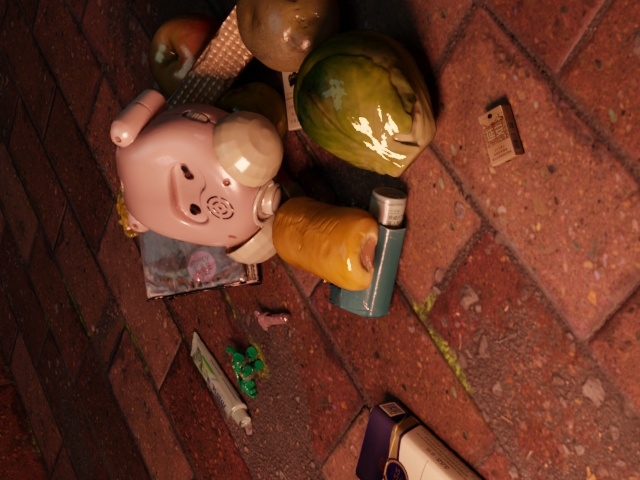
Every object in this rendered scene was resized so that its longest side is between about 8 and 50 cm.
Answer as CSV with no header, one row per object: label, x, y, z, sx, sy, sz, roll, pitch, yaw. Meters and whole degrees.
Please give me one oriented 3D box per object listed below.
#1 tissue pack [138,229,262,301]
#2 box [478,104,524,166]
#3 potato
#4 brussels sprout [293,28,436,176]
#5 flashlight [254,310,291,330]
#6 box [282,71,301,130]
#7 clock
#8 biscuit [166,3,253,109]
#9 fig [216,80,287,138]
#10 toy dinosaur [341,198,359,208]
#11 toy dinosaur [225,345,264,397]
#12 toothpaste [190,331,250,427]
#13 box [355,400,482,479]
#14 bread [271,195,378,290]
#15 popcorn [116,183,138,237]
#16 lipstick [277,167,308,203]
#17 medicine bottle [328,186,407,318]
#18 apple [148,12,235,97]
tissue pack,-0.280,-0.060,2.124,0.259,0.122,0.361,-9,86,22
box,0.278,-0.161,1.485,0.053,0.024,0.083,-29,74,53
potato,-0.063,-0.409,1.791,0.235,0.160,0.178,38,85,31
brussels sprout,0.079,-0.228,1.608,0.271,0.210,0.219,46,138,19
flashlight,-0.099,0.167,2.070,0.110,0.031,0.052,-11,111,51
box,-0.040,-0.305,1.900,0.090,0.024,0.166,-4,93,54
clock,-0.223,-0.119,1.891,0.326,0.184,0.342,14,141,14
biscuit,-0.195,-0.363,1.952,0.094,0.054,0.378,37,110,-7
fig,-0.137,-0.222,1.952,0.148,0.142,0.186,-8,104,38
toy dinosaur,0.057,-0.042,1.819,0.062,0.021,0.083,34,119,33
toy dinosaur,-0.177,0.290,2.182,0.132,0.059,0.096,53,141,23
toothpaste,-0.244,0.334,2.294,0.297,0.048,0.074,48,135,44
box,0.171,0.422,1.703,0.259,0.071,0.168,37,125,44
bread,0.000,0.000,1.726,0.305,0.091,0.142,17,100,61
popcorn,-0.401,-0.073,2.315,0.155,0.198,0.197,-90,22,-46
lipstick,-0.023,-0.048,1.906,0.312,0.051,0.051,54,140,36
medicine bottle,0.091,0.026,1.733,0.124,0.079,0.258,42,129,48
apple,-0.267,-0.387,2.087,0.209,0.164,0.209,2,93,43
